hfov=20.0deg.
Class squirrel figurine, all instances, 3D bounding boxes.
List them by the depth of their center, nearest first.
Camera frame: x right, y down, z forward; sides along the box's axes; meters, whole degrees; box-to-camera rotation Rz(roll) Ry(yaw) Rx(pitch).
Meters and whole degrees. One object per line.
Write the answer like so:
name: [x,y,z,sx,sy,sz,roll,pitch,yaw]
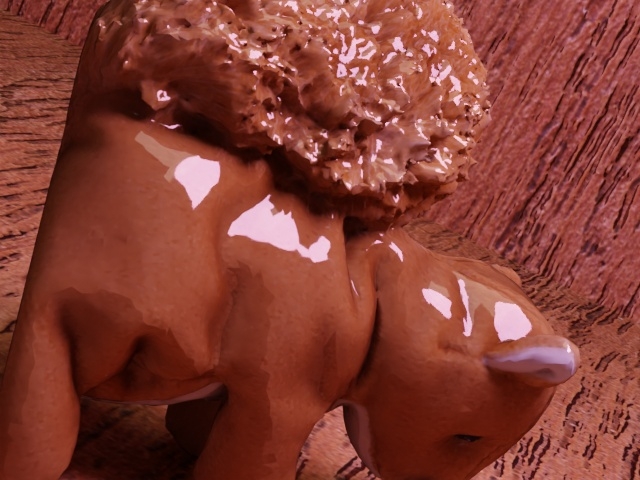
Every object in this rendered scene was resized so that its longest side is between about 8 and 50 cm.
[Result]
squirrel figurine: [0.000,0.000,1.231,0.370,0.397,0.281,14,9,-8]
